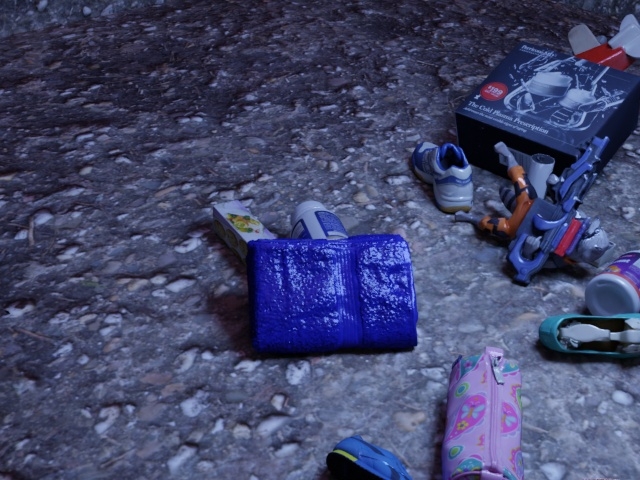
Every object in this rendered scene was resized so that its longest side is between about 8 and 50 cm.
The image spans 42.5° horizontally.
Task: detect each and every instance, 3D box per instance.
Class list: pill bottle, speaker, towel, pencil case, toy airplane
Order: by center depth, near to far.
[{"bbox_3d":[0.249,0.289,1.251,0.124,0.124,0.284,9,34,8],"label":"pencil case"},{"bbox_3d":[0.022,0.089,1.498,0.308,0.076,0.227,-2,63,-9],"label":"towel"},{"bbox_3d":[0.614,0.084,1.625,0.108,0.108,0.193,29,40,33],"label":"pill bottle"},{"bbox_3d":[0.000,0.000,1.680,0.112,0.112,0.186,-5,34,-14],"label":"pill bottle"},{"bbox_3d":[0.505,-0.132,1.923,0.055,0.136,0.055,3,32,-2],"label":"speaker"},{"bbox_3d":[0.779,-0.452,2.336,0.384,0.272,0.386,21,67,47],"label":"toy airplane"}]

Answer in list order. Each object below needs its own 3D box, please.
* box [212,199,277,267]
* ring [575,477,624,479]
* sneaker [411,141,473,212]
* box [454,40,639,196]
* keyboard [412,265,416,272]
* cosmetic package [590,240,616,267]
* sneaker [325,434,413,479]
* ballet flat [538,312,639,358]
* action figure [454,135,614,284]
[{"bbox_3d":[-0.125,0.020,1.676,0.063,0.067,0.324,-16,39,-27],"label":"box"},{"bbox_3d":[0.410,0.452,1.080,0.337,0.032,0.336,-1,33,1],"label":"ring"},{"bbox_3d":[0.306,-0.189,1.997,0.112,0.131,0.296,-6,32,-13],"label":"sneaker"},{"bbox_3d":[0.567,-0.303,2.067,0.343,0.179,0.312,28,62,32],"label":"box"},{"bbox_3d":[0.119,0.108,1.620,0.072,0.014,0.256,20,36,14],"label":"keyboard"},{"bbox_3d":[0.576,0.009,1.800,0.060,0.041,0.115,-22,41,-36],"label":"cosmetic package"},{"bbox_3d":[0.109,0.347,1.190,0.209,0.069,0.082,28,35,32],"label":"sneaker"},{"bbox_3d":[0.523,0.174,1.487,0.247,0.083,0.087,0,-1,1],"label":"ballet flat"},{"bbox_3d":[0.489,-0.078,1.757,0.330,0.341,0.178,42,11,36],"label":"action figure"}]
